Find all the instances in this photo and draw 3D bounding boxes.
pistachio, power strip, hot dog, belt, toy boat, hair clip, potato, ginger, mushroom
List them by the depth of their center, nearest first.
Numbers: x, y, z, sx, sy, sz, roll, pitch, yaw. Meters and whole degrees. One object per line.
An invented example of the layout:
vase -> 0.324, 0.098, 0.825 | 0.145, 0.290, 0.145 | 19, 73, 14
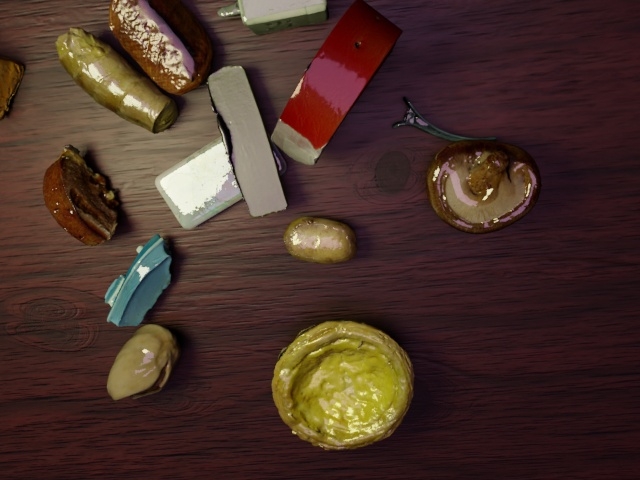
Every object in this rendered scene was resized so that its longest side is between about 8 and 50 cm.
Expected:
power strip -> -0.104, -0.492, 0.944 | 0.224, 0.140, 0.139 | -9, 106, 4
belt -> 0.024, -0.299, 0.945 | 0.115, 0.227, 0.324 | 34, 102, -4
hot dog -> -0.323, -0.411, 0.995 | 0.160, 0.099, 0.227 | -33, 102, 10
ginger -> -0.430, -0.330, 1.017 | 0.263, 0.109, 0.116 | 36, 105, -13
mushroom -> 0.343, -0.119, 1.036 | 0.231, 0.138, 0.194 | 16, 123, 11
hair clip -> 0.274, -0.241, 1.053 | 0.230, 0.039, 0.070 | 18, 105, -7
potato -> 0.000, 0.000, 1.100 | 0.171, 0.080, 0.107 | 4, 106, 6
toy boat -> -0.428, 0.090, 1.141 | 0.098, 0.109, 0.238 | 42, 105, 27
pistachio -> -0.434, 0.307, 1.177 | 0.138, 0.153, 0.238 | 18, 112, -44

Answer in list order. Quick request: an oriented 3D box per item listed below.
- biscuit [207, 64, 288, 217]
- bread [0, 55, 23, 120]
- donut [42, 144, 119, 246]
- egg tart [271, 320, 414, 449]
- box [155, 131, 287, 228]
biscuit -> -0.158, -0.209, 1.035 | 0.099, 0.038, 0.322 | -17, 97, 2
bread -> -0.743, -0.334, 1.007 | 0.149, 0.158, 0.143 | 21, 103, -8
donut -> -0.546, -0.091, 1.077 | 0.126, 0.144, 0.186 | -22, 130, 28
egg tart -> 0.051, 0.335, 1.160 | 0.345, 0.132, 0.345 | 0, 104, 2
box -> -0.225, -0.149, 1.092 | 0.285, 0.044, 0.142 | -30, 98, 9
